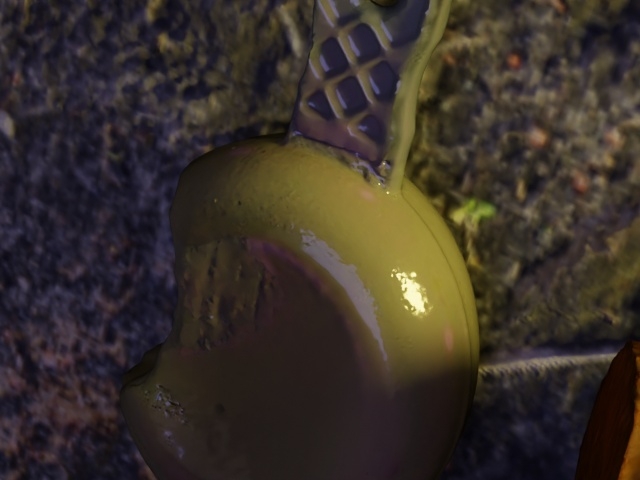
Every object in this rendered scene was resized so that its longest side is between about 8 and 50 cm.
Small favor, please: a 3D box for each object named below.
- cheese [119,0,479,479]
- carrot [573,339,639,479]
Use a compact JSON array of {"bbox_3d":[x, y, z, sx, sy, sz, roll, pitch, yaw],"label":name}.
[{"bbox_3d":[0.000,0.000,0.837,0.163,0.082,0.286,22,120,20],"label":"cheese"},{"bbox_3d":[0.216,0.142,0.693,0.331,0.214,0.193,11,84,23],"label":"carrot"}]
